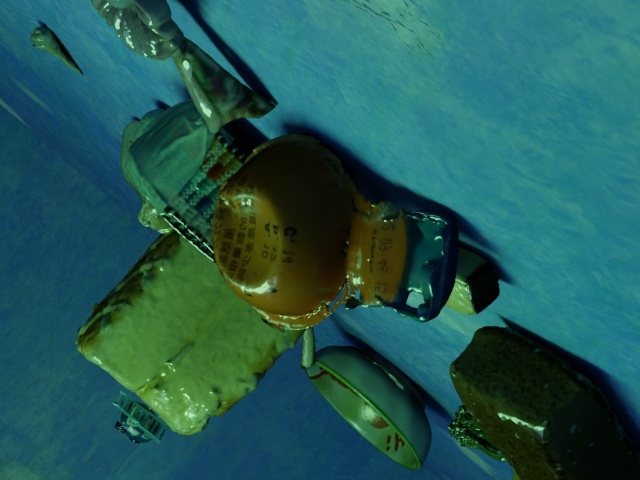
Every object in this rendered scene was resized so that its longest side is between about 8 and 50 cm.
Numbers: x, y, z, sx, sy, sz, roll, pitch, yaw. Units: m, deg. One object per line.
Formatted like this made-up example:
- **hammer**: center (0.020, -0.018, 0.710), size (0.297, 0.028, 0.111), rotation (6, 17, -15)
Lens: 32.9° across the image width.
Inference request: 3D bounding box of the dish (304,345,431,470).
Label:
- **dish**: center (0.120, 0.317, 2.232), size (0.324, 0.124, 0.324), rotation (40, 163, 15)

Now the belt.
- **belt**: center (-0.126, -0.060, 1.387), size (0.257, 0.150, 0.207), rotation (42, 180, -8)

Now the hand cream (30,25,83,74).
- **hand cream**: center (-0.438, -0.314, 1.792), size (0.057, 0.037, 0.165), rotation (38, 177, 11)

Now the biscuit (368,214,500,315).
- **biscuit**: center (0.108, 0.018, 1.130), size (0.188, 0.052, 0.056), rotation (27, 151, 49)

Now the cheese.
- **cheese**: center (0.000, 0.000, 1.124), size (0.329, 0.217, 0.129), rotation (13, -169, 42)

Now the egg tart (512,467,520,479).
- **egg tart**: center (0.411, 0.461, 1.790), size (0.290, 0.115, 0.290), rotation (41, 170, 8)

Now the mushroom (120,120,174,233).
- **mushroom**: center (-0.290, -0.100, 1.832), size (0.116, 0.093, 0.225), rotation (70, -175, -54)

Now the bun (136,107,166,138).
- **bun**: center (-0.219, -0.130, 1.604), size (0.141, 0.083, 0.141), rotation (42, 170, 9)

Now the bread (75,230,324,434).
- **bread**: center (-0.225, 0.125, 1.930), size (0.279, 0.371, 0.390), rotation (44, 168, -12)

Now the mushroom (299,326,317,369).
- **mushroom**: center (-0.037, 0.176, 2.119), size (0.060, 0.061, 0.187), rotation (17, 119, 48)

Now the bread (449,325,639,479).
- **bread**: center (0.300, 0.256, 1.291), size (0.165, 0.113, 0.416), rotation (29, 164, 45)

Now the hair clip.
- **hair clip**: center (-0.155, -0.207, 1.058), size (0.300, 0.069, 0.173), rotation (48, 168, -36)

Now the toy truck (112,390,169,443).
- **toy truck**: center (-0.337, 0.315, 1.944), size (0.074, 0.063, 0.136), rotation (0, 144, 45)

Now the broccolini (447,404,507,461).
- **broccolini**: center (0.320, 0.308, 1.662), size (0.074, 0.079, 0.392), rotation (54, 159, -16)
